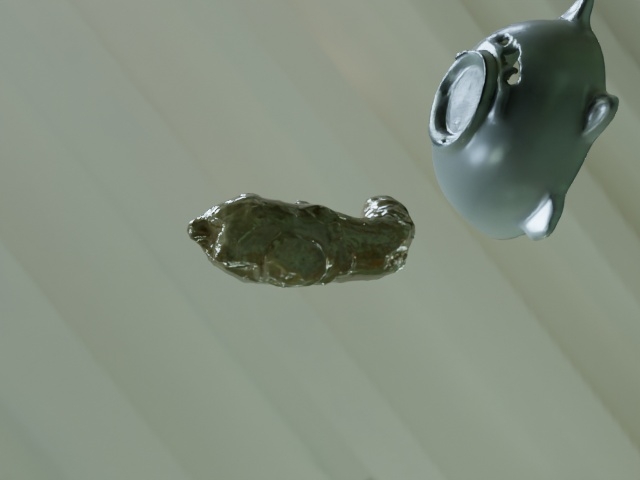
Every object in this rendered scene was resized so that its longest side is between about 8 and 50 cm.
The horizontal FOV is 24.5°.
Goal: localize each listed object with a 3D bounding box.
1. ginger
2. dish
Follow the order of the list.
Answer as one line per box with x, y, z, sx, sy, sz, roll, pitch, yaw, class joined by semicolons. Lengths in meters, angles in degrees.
0.003;0.001;0.829;0.173;0.069;0.051;2;-74;-52;ginger
0.157;-0.120;1.283;0.086;0.228;0.236;20;-160;-23;dish
